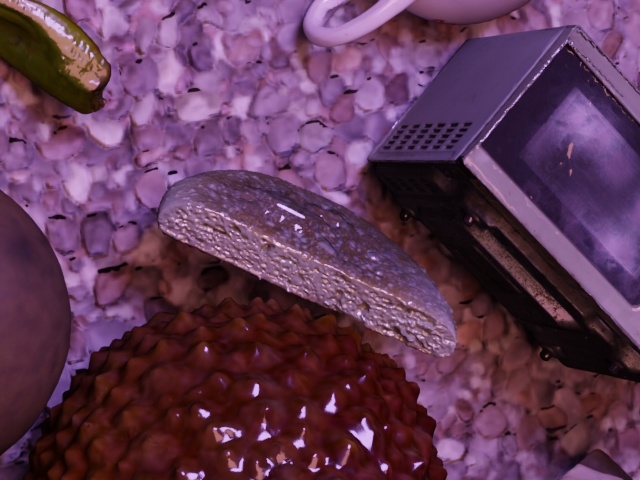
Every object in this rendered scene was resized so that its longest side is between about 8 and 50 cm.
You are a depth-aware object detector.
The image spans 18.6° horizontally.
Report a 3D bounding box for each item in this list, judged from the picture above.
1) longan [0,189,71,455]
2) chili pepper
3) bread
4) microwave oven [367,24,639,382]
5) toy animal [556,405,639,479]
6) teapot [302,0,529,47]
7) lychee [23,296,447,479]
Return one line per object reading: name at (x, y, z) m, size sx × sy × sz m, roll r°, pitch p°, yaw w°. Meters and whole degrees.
longan at (-0.222, 0.036, 1.048) m, size 0.167 × 0.167 × 0.187 m, roll -41°, pitch 107°, yaw -17°
chili pepper at (-0.212, -0.131, 1.112) m, size 0.201 × 0.050 × 0.052 m, roll 18°, pitch 123°, yaw -19°
bread at (-0.003, -0.003, 1.170) m, size 0.193 × 0.112 × 0.036 m, roll 26°, pitch 112°, yaw -11°
microwave oven at (0.151, -0.016, 1.205) m, size 0.205 × 0.163 × 0.129 m, roll 44°, pitch 74°, yaw -17°
toy animal at (0.211, 0.202, 1.238) m, size 0.168 × 0.233 × 0.121 m, roll 39°, pitch 59°, yaw 22°
teapot at (0.086, -0.205, 1.207) m, size 0.245 × 0.116 × 0.159 m, roll -38°, pitch 136°, yaw -9°
lychee at (-0.038, 0.165, 1.082) m, size 0.267 × 0.267 × 0.267 m, roll -1°, pitch 91°, yaw -23°
